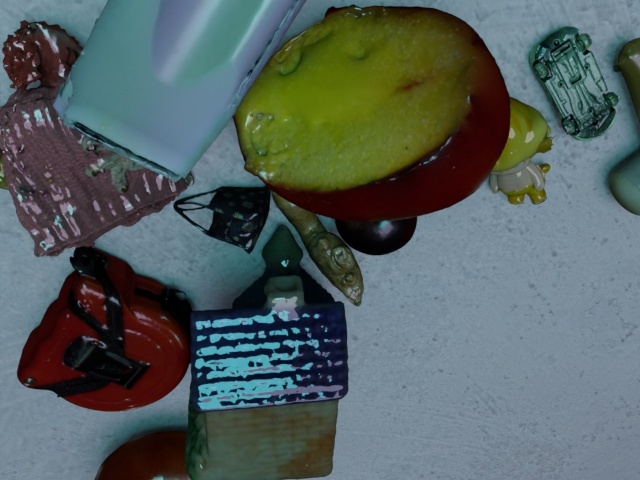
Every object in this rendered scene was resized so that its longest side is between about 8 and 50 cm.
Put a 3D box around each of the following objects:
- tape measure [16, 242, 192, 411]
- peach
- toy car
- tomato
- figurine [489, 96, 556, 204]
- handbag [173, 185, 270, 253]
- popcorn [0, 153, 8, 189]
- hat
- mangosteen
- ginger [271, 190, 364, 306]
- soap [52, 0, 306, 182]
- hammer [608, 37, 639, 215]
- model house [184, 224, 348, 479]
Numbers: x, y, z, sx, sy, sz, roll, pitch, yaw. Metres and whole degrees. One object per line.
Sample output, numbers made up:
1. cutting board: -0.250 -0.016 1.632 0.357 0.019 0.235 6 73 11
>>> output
1. tape measure: -0.331 0.160 0.851 0.261 0.114 0.253 31 110 -28
2. peach: 0.056 -0.156 0.672 0.339 0.281 0.280 1 120 -15
3. toy car: 0.392 -0.239 0.821 0.093 0.058 0.186 -35 110 9
4. tomato: -0.294 0.503 0.991 0.299 0.298 0.226 1 153 -14
5. figurine: 0.294 -0.142 0.828 0.156 0.131 0.246 -1 150 34
6. handbag: -0.151 -0.042 0.790 0.139 0.115 0.072 9 120 1
7. popcorn: -0.427 -0.109 0.685 0.097 0.089 0.109 -35 120 24
8. hat: -0.302 -0.134 0.673 0.237 0.107 0.286 -33 124 -29
9. mangosteen: 0.091 -0.030 0.845 0.140 0.140 0.140 -6 122 -10
10. ginger: -0.001 -0.003 0.819 0.059 0.133 0.214 -34 115 -7
11. soap: -0.104 -0.296 0.544 0.156 0.261 0.446 27 110 -30
12. hammer: 0.551 -0.194 0.866 0.202 0.113 0.305 -38 117 6
13. model house: -0.082 0.149 0.790 0.246 0.312 0.280 -1 122 -6
